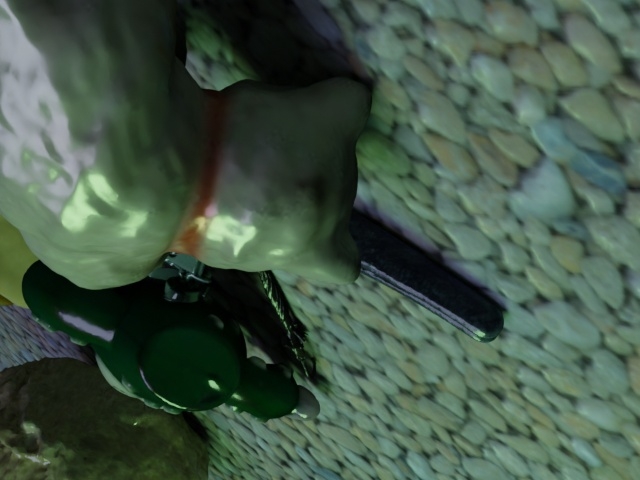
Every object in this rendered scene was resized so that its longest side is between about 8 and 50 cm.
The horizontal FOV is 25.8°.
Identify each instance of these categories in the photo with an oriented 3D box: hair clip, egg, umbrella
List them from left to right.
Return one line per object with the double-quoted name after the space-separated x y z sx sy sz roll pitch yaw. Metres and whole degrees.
-0.264 0.264 1.539 0.310 0.279 0.279 32 155 33 "egg"
-0.030 0.059 1.102 0.022 0.022 0.149 -4 133 26 "umbrella"
0.000 0.000 0.923 0.275 0.048 0.083 26 147 34 "hair clip"

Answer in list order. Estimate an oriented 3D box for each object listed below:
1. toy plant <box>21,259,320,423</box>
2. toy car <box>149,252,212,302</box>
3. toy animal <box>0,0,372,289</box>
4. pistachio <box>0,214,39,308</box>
-0.128 0.083 1.164 0.243 0.113 0.232 25 177 46 "toy plant"
-0.137 -0.008 1.101 0.143 0.054 0.073 24 107 26 "toy car"
-0.078 -0.103 0.761 0.188 0.266 0.308 15 103 26 "toy animal"
-0.349 -0.033 1.286 0.187 0.187 0.299 28 159 34 "pistachio"
